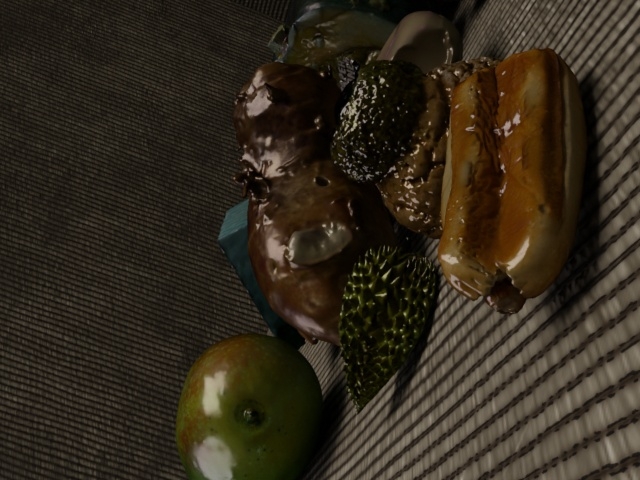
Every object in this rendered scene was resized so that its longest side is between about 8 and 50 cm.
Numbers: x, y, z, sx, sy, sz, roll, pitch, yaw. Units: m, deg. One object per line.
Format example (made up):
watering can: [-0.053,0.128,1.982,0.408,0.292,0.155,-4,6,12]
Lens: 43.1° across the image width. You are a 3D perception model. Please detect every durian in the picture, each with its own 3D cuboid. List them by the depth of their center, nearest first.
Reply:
durian: [0.068,0.065,0.822,0.100,0.086,0.215,90,-160,-59]

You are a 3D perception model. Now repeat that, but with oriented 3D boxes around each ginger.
ginger: [-0.019,-0.066,0.989,0.418,0.176,0.254,-97,-18,-48]

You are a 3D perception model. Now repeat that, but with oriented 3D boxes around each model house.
model house: [0.000,0.000,1.302,0.249,0.230,0.280,-28,14,4]

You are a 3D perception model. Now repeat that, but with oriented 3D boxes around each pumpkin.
pumpkin: [0.059,-0.309,1.269,0.293,0.263,0.197,-43,27,52]

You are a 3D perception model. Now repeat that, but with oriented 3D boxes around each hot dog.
hot dog: [0.135,-0.049,0.559,0.102,0.076,0.249,-21,36,30]

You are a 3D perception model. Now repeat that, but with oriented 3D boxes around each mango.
mango: [-0.101,0.265,1.150,0.382,0.201,0.225,99,165,-60]

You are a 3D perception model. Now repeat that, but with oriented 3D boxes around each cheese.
cheese: [0.096,-0.187,1.002,0.163,0.082,0.286,-64,6,-1]

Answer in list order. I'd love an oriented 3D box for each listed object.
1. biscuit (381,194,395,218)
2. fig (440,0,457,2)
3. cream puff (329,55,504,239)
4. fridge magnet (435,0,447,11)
biscuit: [0.129,-0.131,1.083,0.339,0.047,0.216,-105,36,-80]
fig: [0.220,-0.448,1.119,0.259,0.151,0.151,-47,-3,-20]
cream puff: [0.084,-0.107,0.770,0.183,0.169,0.183,-161,90,-86]
fridge magnet: [0.186,-0.530,1.401,0.363,0.155,0.363,-159,90,-85]
